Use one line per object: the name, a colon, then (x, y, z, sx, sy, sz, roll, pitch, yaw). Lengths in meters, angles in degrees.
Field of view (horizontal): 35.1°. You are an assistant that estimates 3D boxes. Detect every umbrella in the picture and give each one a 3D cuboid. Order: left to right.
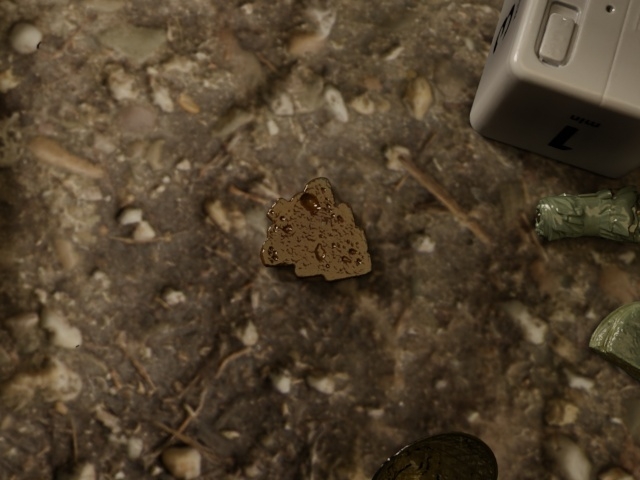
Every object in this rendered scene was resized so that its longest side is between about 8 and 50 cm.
umbrella: (0.307, -0.027, 1.102, 0.144, 0.062, 0.067, 1, 47, 3)

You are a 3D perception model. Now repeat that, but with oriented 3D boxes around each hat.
hat: (0.102, 0.237, 1.040, 0.146, 0.067, 0.146, -9, 119, -16)

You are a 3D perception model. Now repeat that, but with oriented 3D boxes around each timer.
timer: (0.287, -0.199, 1.065, 0.194, 0.195, 0.192, 18, 78, 1)

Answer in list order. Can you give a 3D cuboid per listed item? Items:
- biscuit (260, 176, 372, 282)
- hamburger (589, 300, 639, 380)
biscuit: (0.000, 0.000, 1.095, 0.130, 0.019, 0.119, 36, 78, 4)
hamburger: (0.358, 0.110, 1.083, 0.121, 0.054, 0.084, 31, 80, 10)
